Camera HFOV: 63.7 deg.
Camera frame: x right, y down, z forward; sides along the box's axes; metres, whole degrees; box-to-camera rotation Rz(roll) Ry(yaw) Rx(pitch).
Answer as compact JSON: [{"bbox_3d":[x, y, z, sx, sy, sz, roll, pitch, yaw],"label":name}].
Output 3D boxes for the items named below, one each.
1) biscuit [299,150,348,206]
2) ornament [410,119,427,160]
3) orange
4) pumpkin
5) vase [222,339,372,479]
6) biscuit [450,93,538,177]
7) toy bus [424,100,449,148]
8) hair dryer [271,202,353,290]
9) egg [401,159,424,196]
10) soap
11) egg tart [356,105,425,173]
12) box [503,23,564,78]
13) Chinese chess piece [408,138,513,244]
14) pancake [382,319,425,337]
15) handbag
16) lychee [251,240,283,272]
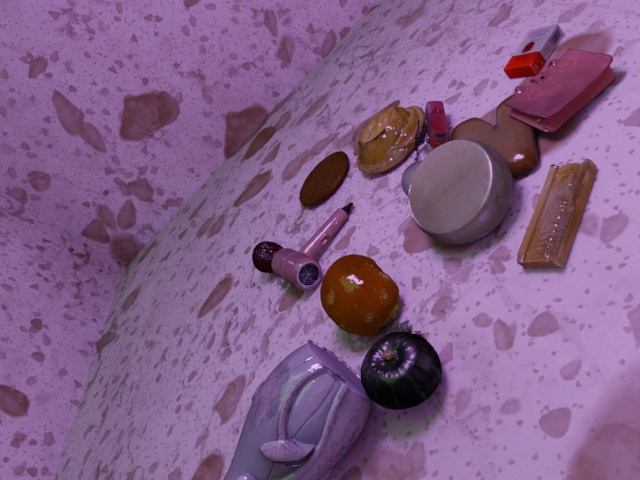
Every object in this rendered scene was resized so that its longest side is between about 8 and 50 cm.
[{"bbox_3d":[0.015,-0.233,1.979,0.262,0.037,0.262,-36,31,26],"label":"biscuit"},{"bbox_3d":[0.300,-0.300,1.575,0.073,0.028,0.125,-91,9,-59],"label":"ornament"},{"bbox_3d":[0.083,0.131,1.298,0.179,0.158,0.237,-62,26,14],"label":"orange"},{"bbox_3d":[0.163,0.261,1.046,0.167,0.125,0.167,-18,16,5],"label":"pumpkin"},{"bbox_3d":[-0.087,0.445,1.091,0.446,0.250,0.250,-53,27,-1],"label":"vase"},{"bbox_3d":[0.436,-0.245,1.329,0.236,0.062,0.291,-25,38,40],"label":"biscuit"},{"bbox_3d":[0.350,-0.350,1.550,0.064,0.077,0.192,0,45,5],"label":"toy bus"},{"bbox_3d":[0.000,0.000,1.666,0.344,0.107,0.189,-50,27,-11],"label":"hair dryer"},{"bbox_3d":[0.279,-0.161,1.403,0.114,0.114,0.152,-52,9,-2],"label":"egg"},{"bbox_3d":[0.481,-0.054,1.051,0.092,0.037,0.252,-4,53,56],"label":"soap"},{"bbox_3d":[0.220,-0.354,1.737,0.290,0.115,0.290,-37,29,24],"label":"egg tart"},{"bbox_3d":[0.599,-0.530,1.451,0.152,0.048,0.100,-57,26,-7],"label":"box"},{"bbox_3d":[0.327,-0.114,1.217,0.250,0.101,0.251,-21,60,41],"label":"Chinese chess piece"},{"bbox_3d":[0.177,0.237,1.171,0.116,0.022,0.129,-53,27,2],"label":"pancake"},{"bbox_3d":[0.563,-0.360,1.219,0.212,0.059,0.157,-41,39,1],"label":"handbag"},{"bbox_3d":[-0.187,0.060,1.843,0.123,0.123,0.129,-63,2,-22],"label":"lychee"}]
